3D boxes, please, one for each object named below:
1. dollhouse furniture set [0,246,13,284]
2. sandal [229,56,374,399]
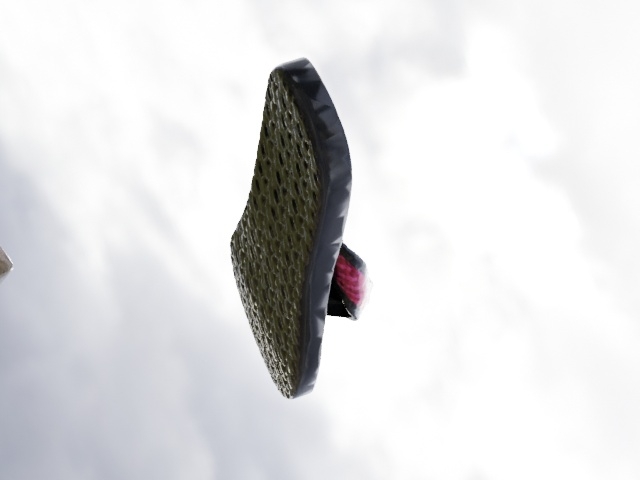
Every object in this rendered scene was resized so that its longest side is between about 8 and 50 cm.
[{"bbox_3d":[-0.265,0.003,0.620,0.259,0.262,0.135,51,-27,-1],"label":"dollhouse furniture set"},{"bbox_3d":[0.000,0.000,0.698,0.179,0.040,0.067,104,-36,-57],"label":"sandal"}]
